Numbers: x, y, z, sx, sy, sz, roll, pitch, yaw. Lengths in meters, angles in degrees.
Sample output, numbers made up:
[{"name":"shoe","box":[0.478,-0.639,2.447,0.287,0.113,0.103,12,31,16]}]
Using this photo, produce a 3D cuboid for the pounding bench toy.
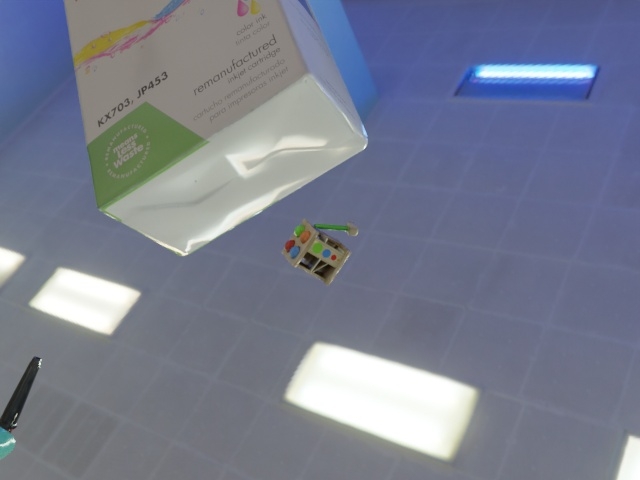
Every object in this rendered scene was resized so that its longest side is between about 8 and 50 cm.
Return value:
[{"name":"pounding bench toy","box":[0.000,0.000,0.874,0.083,0.065,0.052,-56,-153,6]}]

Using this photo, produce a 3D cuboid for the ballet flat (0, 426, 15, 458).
[{"name":"ballet flat","box":[-0.564,0.305,1.051,0.083,0.247,0.087,-47,-135,-5]}]

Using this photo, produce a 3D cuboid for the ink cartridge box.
[{"name":"ink cartridge box","box":[-0.117,-0.193,0.643,0.207,0.119,0.354,-30,-122,16]}]

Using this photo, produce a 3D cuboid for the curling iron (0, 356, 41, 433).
[{"name":"curling iron","box":[-0.546,0.334,1.208,0.068,0.035,0.274,8,-108,54]}]
